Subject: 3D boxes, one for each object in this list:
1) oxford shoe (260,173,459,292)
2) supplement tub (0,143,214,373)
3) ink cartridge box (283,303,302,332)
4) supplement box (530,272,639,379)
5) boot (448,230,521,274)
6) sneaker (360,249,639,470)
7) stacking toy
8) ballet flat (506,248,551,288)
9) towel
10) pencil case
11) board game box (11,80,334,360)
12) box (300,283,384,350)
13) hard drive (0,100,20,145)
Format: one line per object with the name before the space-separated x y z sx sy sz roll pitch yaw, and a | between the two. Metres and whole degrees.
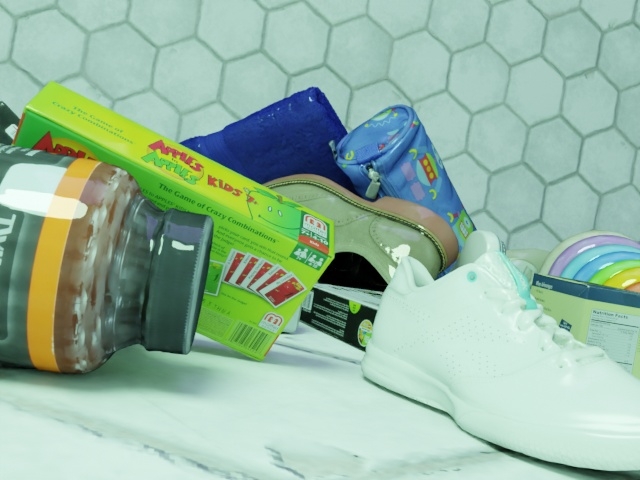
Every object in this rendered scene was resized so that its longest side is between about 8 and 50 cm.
oxford shoe | 0.000 0.000 0.931 0.348 0.122 0.130 11 46 42
supplement tub | -0.154 0.005 0.338 0.198 0.105 0.106 9 1 -6
ink cartridge box | -0.188 0.018 0.528 0.333 0.065 0.165 7 3 -41
supplement box | 0.173 0.069 0.462 0.056 0.083 0.083 10 1 -7
boot | 0.212 0.040 0.853 0.086 0.069 0.190 5 -18 -1
sneaker | 0.102 0.054 0.382 0.080 0.094 0.212 11 1 -39
stacking toy | 0.298 0.070 0.681 0.141 0.141 0.330 10 7 9
ballet flat | 0.297 0.064 1.235 0.249 0.086 0.086 -3 0 6
towel | -0.082 -0.095 1.077 0.308 0.076 0.227 -18 -52 25
pencil case | 0.137 -0.037 0.985 0.120 0.306 0.133 -16 31 33
board game box | -0.093 -0.006 0.418 0.181 0.092 0.043 26 28 -14
box | 0.073 0.073 0.594 0.114 0.036 0.207 9 1 -27
hard drive | -0.448 -0.104 1.143 0.237 0.064 0.339 50 -14 -21
